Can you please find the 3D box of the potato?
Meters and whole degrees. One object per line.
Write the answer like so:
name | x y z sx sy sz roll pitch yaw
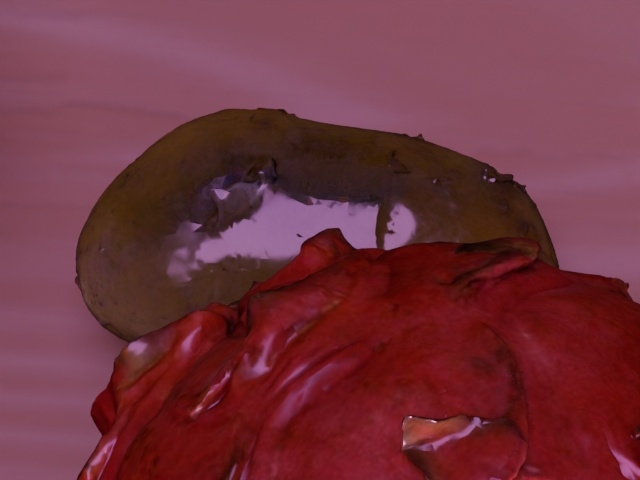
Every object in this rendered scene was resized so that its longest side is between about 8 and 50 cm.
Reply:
potato | 0.000 0.000 0.766 0.188 0.085 0.105 7 71 4

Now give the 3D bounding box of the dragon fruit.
dragon fruit | 0.037 0.107 0.644 0.252 0.241 0.241 24 70 -14
